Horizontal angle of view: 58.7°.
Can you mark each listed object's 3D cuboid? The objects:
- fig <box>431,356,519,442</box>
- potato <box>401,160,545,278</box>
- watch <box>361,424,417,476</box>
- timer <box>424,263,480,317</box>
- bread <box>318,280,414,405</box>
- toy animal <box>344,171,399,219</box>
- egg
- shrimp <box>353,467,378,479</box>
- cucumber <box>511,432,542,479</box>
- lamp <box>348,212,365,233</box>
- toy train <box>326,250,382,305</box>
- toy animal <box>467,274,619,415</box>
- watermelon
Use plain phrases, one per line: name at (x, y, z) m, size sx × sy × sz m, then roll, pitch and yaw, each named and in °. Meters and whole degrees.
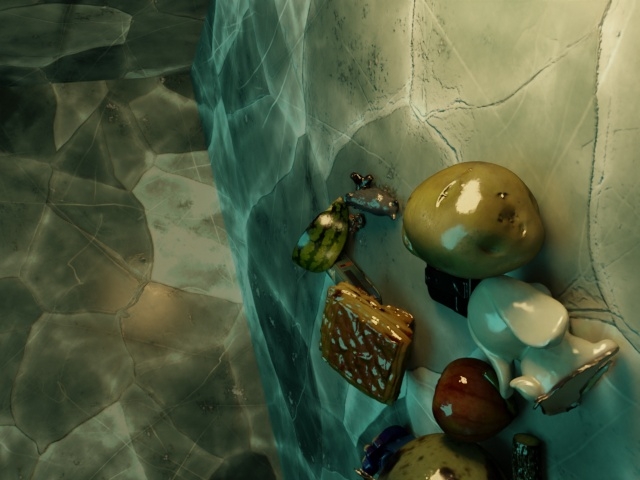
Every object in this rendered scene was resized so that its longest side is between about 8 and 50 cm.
fig at (0.358, 0.371, 1.315) m, size 0.205 × 0.205 × 0.205 m, roll 169°, pitch 90°, yaw -67°
potato at (0.299, -0.043, 1.157) m, size 0.243 × 0.221 × 0.326 m, roll -53°, pitch 16°, yaw 2°
watch at (0.245, 0.695, 1.762) m, size 0.200 × 0.171 × 0.196 m, roll 40°, pitch 145°, yaw 40°
timer at (0.322, 0.102, 1.414) m, size 0.187 × 0.055 × 0.144 m, roll -154°, pitch 55°, yaw -63°
bread at (0.150, 0.299, 1.712) m, size 0.324 × 0.167 × 0.278 m, roll 32°, pitch 124°, yaw 37°
toy animal at (0.144, -0.123, 1.656) m, size 0.210 × 0.117 × 0.121 m, roll -144°, pitch 54°, yaw -61°
egg at (0.281, 0.677, 1.346) m, size 0.428 × 0.345 × 0.345 m, roll -65°, pitch 12°, yaw -22°
shrimp at (0.276, 0.715, 1.601) m, size 0.372 × 0.172 × 0.137 m, roll 35°, pitch 136°, yaw 9°
cucumber at (0.470, 0.579, 1.277) m, size 0.067 × 0.067 × 0.294 m, roll -166°, pitch 67°, yaw -65°
lamp at (0.119, -0.058, 1.856) m, size 0.083 × 0.031 × 0.063 m, roll -16°, pitch 86°, yaw 63°
toy train at (0.079, 0.116, 1.959) m, size 0.409 × 0.089 × 0.086 m, roll -130°, pitch 31°, yaw -48°
toy animal at (0.404, 0.206, 1.114) m, size 0.289 × 0.174 × 0.249 m, roll 40°, pitch 135°, yaw 55°
watermelon at (-0.019, 0.000, 1.943) m, size 0.303 × 0.128 × 0.159 m, roll -58°, pitch 36°, yaw 26°
